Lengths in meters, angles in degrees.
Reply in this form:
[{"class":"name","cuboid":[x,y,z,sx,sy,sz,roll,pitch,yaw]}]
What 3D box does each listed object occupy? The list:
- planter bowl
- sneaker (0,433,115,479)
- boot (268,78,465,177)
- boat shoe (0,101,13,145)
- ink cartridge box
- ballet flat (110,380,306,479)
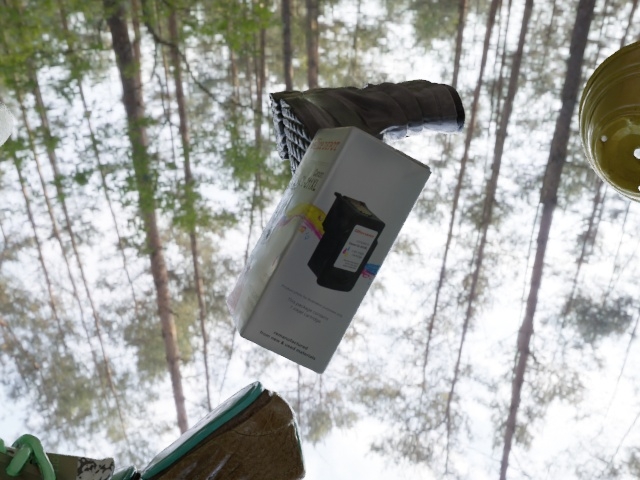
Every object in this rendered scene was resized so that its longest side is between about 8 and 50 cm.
[{"class":"planter bowl","cuboid":[0.381,-0.114,0.834,0.217,0.217,0.090,28,-134,32]},{"class":"sneaker","cuboid":[-0.251,0.194,0.535,0.182,0.410,0.158,-36,-169,-32]},{"class":"boot","cuboid":[0.067,-0.133,0.836,0.223,0.118,0.338,-9,-153,-6]},{"class":"boat shoe","cuboid":[-0.302,-0.109,0.594,0.043,0.049,0.137,29,178,10]},{"class":"ink cartridge box","cuboid":[0.000,0.000,0.583,0.072,0.175,0.127,28,-179,-14]},{"class":"ballet flat","cuboid":[-0.158,0.266,0.716,0.342,0.124,0.116,-31,-176,10]}]
